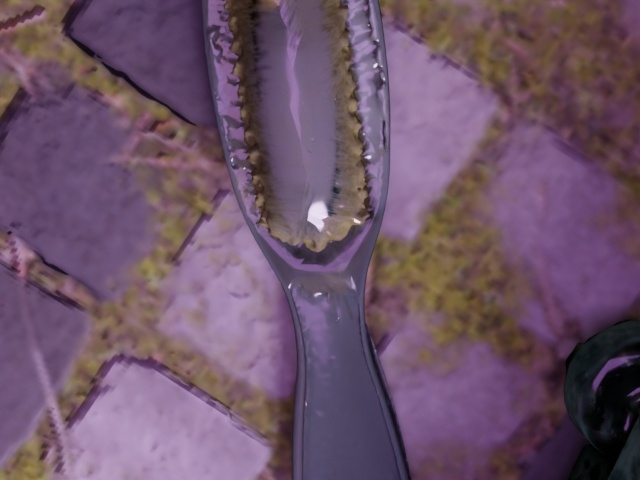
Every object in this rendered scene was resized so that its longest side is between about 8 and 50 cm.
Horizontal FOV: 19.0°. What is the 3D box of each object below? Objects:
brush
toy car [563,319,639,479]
[{"bbox_3d":[0.000,0.000,0.715,0.068,0.060,0.296,-8,101,2],"label":"brush"},{"bbox_3d":[0.132,0.163,0.712,0.125,0.136,0.305,16,105,-23],"label":"toy car"}]
